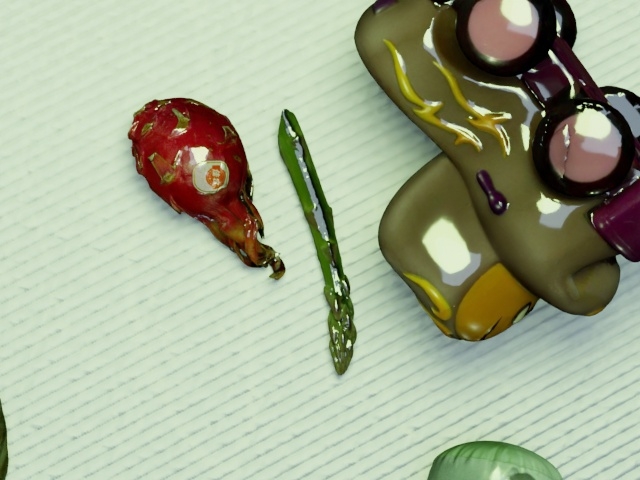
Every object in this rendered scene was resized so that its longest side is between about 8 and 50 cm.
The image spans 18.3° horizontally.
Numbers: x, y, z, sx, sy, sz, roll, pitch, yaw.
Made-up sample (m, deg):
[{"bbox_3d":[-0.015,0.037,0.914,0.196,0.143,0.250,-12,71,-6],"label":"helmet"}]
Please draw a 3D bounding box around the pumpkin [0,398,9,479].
[{"bbox_3d":[-0.419,0.190,1.611,0.312,0.148,0.169,2,81,-2],"label":"pumpkin"}]

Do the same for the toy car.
[{"bbox_3d":[0.138,-0.082,1.654,0.240,0.271,0.340,-35,87,13],"label":"toy car"}]

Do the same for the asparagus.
[{"bbox_3d":[0.000,0.000,1.725,0.034,0.027,0.236,-14,88,-27],"label":"asparagus"}]

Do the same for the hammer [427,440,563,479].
[{"bbox_3d":[0.238,0.298,1.695,0.336,0.119,0.206,14,85,-11],"label":"hammer"}]

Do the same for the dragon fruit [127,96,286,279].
[{"bbox_3d":[-0.087,-0.046,1.693,0.094,0.094,0.190,-41,95,-7],"label":"dragon fruit"}]
